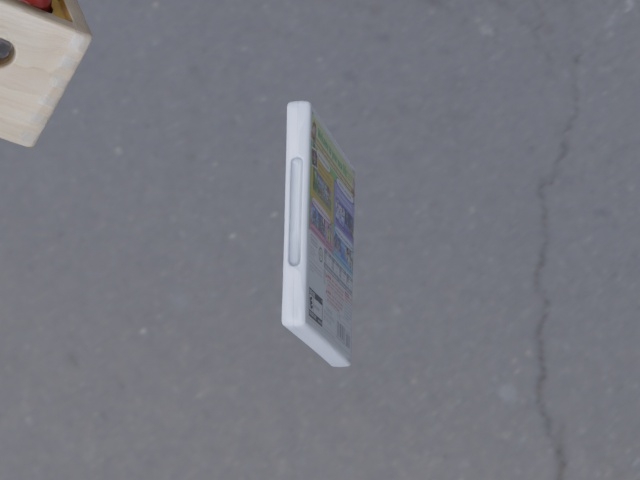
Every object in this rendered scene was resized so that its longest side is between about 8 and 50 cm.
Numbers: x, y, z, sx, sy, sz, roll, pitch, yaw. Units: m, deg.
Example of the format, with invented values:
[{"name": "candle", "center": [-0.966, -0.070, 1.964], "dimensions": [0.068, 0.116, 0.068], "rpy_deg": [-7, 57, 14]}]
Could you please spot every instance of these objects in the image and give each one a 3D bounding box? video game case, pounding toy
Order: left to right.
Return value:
[{"name": "pounding toy", "center": [-0.195, -0.131, 0.874], "dimensions": [0.100, 0.141, 0.130], "rpy_deg": [-58, 32, 20]}, {"name": "video game case", "center": [0.000, 0.000, 1.504], "dimensions": [0.023, 0.212, 0.193], "rpy_deg": [-1, 76, 12]}]
